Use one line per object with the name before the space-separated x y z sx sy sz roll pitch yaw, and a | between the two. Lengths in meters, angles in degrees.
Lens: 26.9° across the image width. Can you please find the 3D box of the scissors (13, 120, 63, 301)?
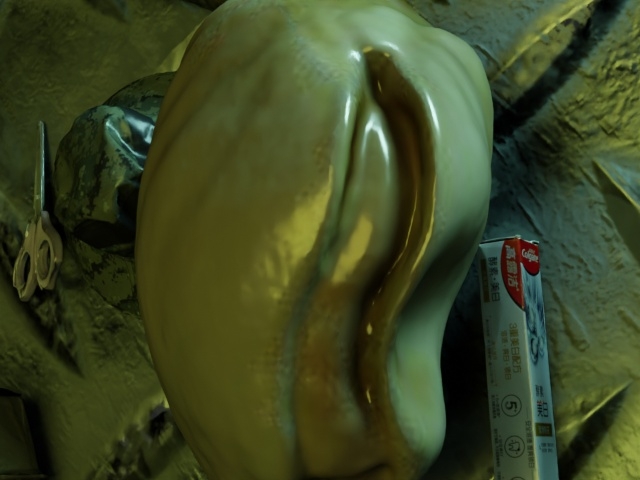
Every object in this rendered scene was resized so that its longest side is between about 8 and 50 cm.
scissors | -0.286 -0.034 1.354 0.100 0.015 0.189 -25 63 48

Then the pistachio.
pistachio | 0.000 0.000 1.032 0.281 0.365 0.445 4 77 -14

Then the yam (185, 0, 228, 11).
yam | -0.143 -0.264 1.291 0.274 0.061 0.061 27 96 31

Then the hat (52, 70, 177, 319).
hat | -0.177 -0.053 1.242 0.265 0.128 0.265 -7 76 31

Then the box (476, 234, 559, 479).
box | 0.157 0.107 1.063 0.039 0.055 0.218 -9 79 27

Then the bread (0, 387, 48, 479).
bread | -0.381 0.248 1.303 0.224 0.142 0.212 -5 76 28
